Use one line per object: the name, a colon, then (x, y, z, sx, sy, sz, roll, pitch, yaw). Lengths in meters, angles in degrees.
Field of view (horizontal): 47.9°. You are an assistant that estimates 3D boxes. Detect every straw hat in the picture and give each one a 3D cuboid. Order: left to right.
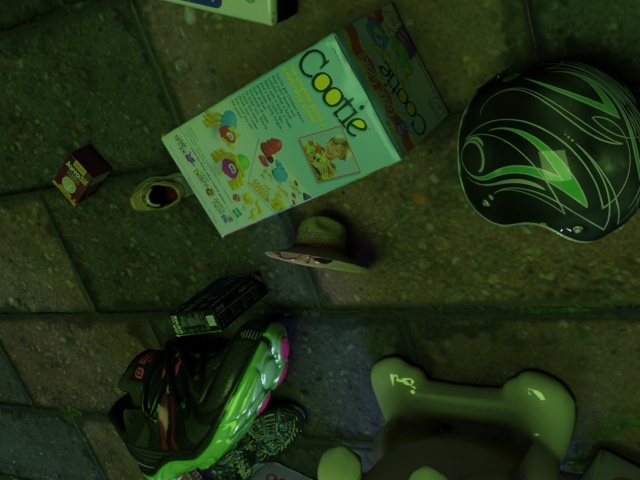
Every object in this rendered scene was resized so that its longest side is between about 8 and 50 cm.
straw hat: (0.000, 0.000, 0.943, 0.145, 0.144, 0.061, 6, 81, 29)

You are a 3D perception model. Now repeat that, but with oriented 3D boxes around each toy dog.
toy dog: (0.116, 0.391, 0.886, 0.285, 0.408, 0.395, 10, 122, 28)

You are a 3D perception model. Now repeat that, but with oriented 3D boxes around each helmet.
helmet: (0.230, -0.085, 0.685, 0.162, 0.169, 0.169, 11, 125, 46)

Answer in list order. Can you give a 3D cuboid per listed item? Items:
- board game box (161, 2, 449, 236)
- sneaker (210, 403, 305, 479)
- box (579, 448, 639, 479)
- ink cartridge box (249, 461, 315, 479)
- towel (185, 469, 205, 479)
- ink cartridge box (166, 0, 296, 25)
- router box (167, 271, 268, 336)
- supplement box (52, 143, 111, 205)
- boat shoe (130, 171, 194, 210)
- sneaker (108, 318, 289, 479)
board game box: (-0.021, -0.131, 0.825, 0.275, 0.142, 0.144, -20, 106, 39)
sneaker: (-0.103, 0.335, 1.215, 0.080, 0.081, 0.211, 47, 114, 0)
box: (0.355, 0.451, 0.815, 0.215, 0.345, 0.168, 27, 129, 16)
ink cartridge box: (-0.075, 0.542, 1.167, 0.226, 0.306, 0.131, 19, 127, 22)
towel: (-0.207, 0.490, 1.355, 0.197, 0.029, 0.144, 17, 132, 62)
ink cartridge box: (-0.197, -0.376, 0.836, 0.371, 0.069, 0.175, 18, 127, 19)
router box: (-0.149, 0.093, 1.058, 0.092, 0.122, 0.038, -12, 106, 36)
supplement box: (-0.374, -0.102, 1.130, 0.055, 0.043, 0.083, 48, 131, -1)
boat shoe: (-0.242, -0.069, 1.066, 0.135, 0.045, 0.050, -17, 108, 38)
sneaker: (-0.221, 0.253, 1.164, 0.202, 0.185, 0.483, 44, 130, -4)
